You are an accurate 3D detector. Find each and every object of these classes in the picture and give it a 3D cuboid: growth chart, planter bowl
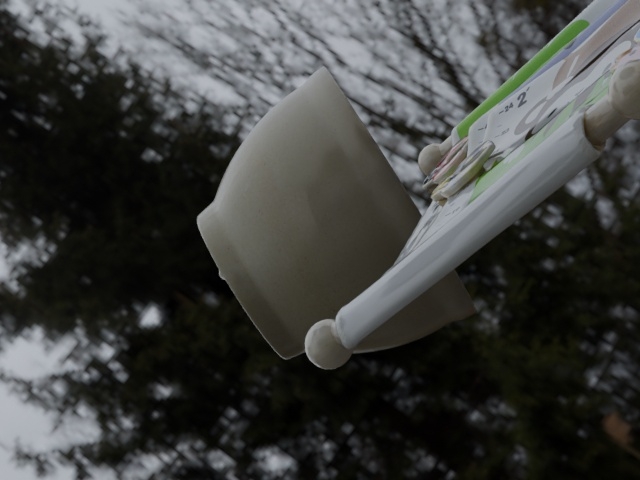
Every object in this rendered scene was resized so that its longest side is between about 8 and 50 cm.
[{"bbox_3d":[0.075,-0.041,0.497,0.172,0.021,0.237,-43,5,27],"label":"growth chart"},{"bbox_3d":[0.000,0.000,0.783,0.109,0.162,0.162,-33,-25,2],"label":"planter bowl"}]
